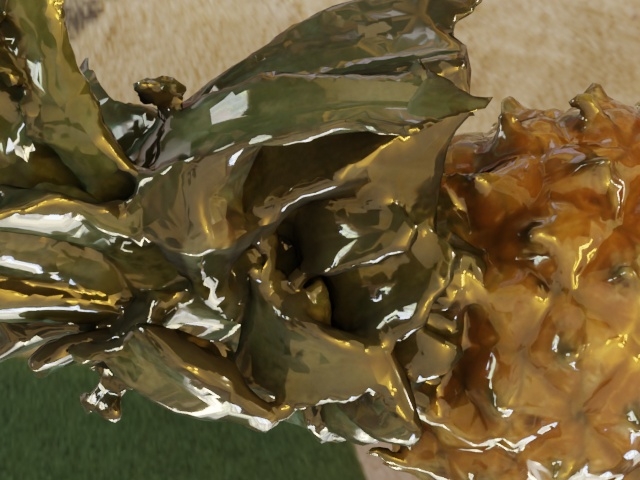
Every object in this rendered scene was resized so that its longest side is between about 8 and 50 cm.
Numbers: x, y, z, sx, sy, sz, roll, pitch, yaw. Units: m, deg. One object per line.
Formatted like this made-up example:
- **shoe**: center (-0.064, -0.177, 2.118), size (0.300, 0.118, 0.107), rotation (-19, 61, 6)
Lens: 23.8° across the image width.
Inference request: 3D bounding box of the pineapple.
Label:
- **pineapple**: center (0.002, 0.000, 0.427), size (0.364, 0.165, 0.165), rotation (14, 108, -24)
